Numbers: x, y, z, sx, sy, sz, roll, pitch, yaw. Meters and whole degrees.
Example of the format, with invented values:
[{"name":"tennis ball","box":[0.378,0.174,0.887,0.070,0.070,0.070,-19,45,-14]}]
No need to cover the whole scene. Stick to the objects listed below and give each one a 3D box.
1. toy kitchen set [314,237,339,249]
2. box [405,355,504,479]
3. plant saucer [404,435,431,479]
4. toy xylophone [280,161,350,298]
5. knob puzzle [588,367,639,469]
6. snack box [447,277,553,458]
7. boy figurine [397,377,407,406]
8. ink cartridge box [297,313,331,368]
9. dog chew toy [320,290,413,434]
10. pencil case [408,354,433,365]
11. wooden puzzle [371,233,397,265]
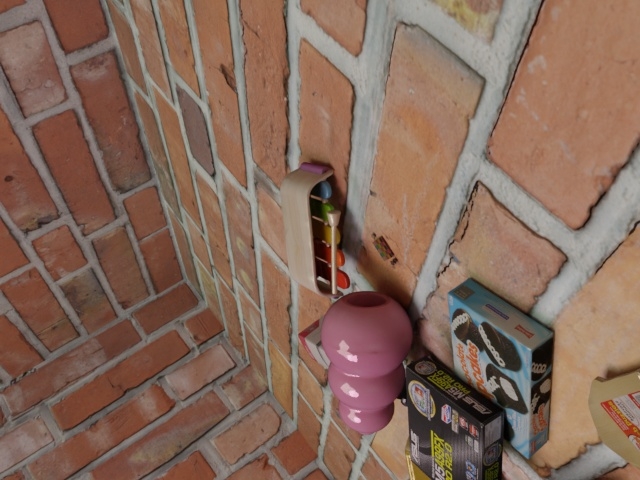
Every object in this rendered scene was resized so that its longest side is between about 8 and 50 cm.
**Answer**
[{"name":"toy kitchen set","box":[0.000,0.000,1.554,0.075,0.083,0.068,117,160,-66]},{"name":"box","box":[0.267,0.400,1.269,0.216,0.060,0.269,32,135,50]},{"name":"plant saucer","box":[0.316,0.646,1.563,0.333,0.081,0.332,160,100,-68]},{"name":"toy xylophone","box":[-0.004,-0.005,1.406,0.236,0.081,0.322,34,132,49]},{"name":"knob puzzle","box":[0.472,0.273,0.912,0.213,0.030,0.213,46,156,27]},{"name":"snack box","box":[0.326,0.238,1.149,0.187,0.060,0.321,37,151,45]},{"name":"boy figurine","box":[0.294,0.425,1.428,0.285,0.092,0.177,44,175,43]},{"name":"ink cartridge box","box":[0.065,0.260,1.634,0.218,0.159,0.092,13,134,63]},{"name":"dog chew toy","box":[0.105,0.288,1.432,0.207,0.207,0.331,24,121,56]},{"name":"pencil case","box":[0.267,0.317,1.389,0.152,0.065,0.070,38,115,41]},{"name":"wooden puzzle","box":[0.135,0.019,1.350,0.083,0.006,0.049,57,160,2]}]
